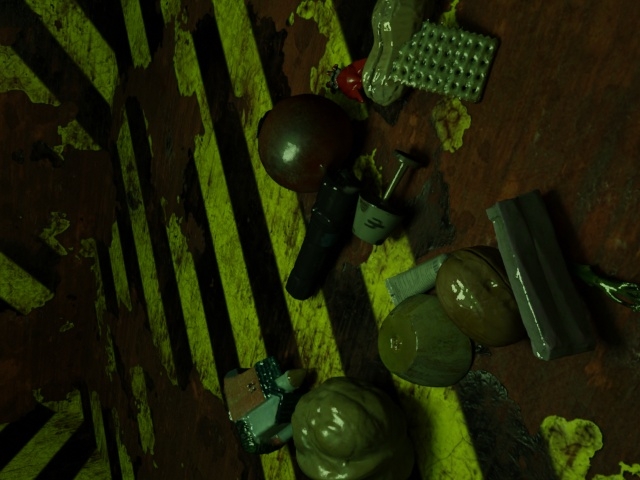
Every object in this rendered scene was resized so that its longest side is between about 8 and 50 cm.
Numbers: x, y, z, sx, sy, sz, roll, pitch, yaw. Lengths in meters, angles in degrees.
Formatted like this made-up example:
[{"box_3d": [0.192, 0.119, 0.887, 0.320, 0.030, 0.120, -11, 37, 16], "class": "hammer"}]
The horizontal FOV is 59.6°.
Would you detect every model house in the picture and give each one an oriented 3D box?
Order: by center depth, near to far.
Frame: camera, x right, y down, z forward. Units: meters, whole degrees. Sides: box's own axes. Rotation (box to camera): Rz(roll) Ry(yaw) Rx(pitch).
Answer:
[{"box_3d": [-0.122, 0.457, 1.634, 0.291, 0.184, 0.253, -39, 55, 29], "class": "model house"}]

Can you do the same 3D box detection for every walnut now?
[{"box_3d": [0.315, 0.103, 1.061, 0.207, 0.167, 0.167, 54, 131, 18], "class": "walnut"}, {"box_3d": [0.074, 0.456, 1.303, 0.276, 0.253, 0.282, -1, 92, 53], "class": "walnut"}]

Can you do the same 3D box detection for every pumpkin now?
[{"box_3d": [0.209, 0.232, 1.231, 0.217, 0.110, 0.218, 17, 112, 50], "class": "pumpkin"}]

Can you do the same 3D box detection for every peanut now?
[{"box_3d": [0.170, -0.444, 1.235, 0.130, 0.130, 0.291, 31, 118, 45], "class": "peanut"}]

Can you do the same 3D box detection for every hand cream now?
[{"box_3d": [0.229, 0.087, 1.262, 0.234, 0.050, 0.080, -38, 70, 50], "class": "hand cream"}]

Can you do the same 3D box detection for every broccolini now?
[{"box_3d": [0.485, 0.063, 0.947, 0.216, 0.067, 0.058, 40, 119, 52], "class": "broccolini"}]

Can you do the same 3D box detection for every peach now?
[{"box_3d": [-0.038, -0.242, 1.417, 0.252, 0.252, 0.253, 4, 95, 50], "class": "peach"}]

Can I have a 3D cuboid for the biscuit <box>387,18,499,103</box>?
[{"box_3d": [0.253, -0.373, 1.153, 0.203, 0.016, 0.144, 22, 111, 17], "class": "biscuit"}]

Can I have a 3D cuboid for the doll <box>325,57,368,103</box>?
[{"box_3d": [0.067, -0.407, 1.414, 0.169, 0.057, 0.109, 22, 106, 47], "class": "doll"}]

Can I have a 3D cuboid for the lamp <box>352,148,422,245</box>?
[{"box_3d": [0.152, -0.098, 1.286, 0.121, 0.121, 0.215, 44, 115, 40], "class": "lamp"}]

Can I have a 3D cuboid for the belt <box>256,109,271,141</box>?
[{"box_3d": [-0.129, -0.310, 1.623, 0.058, 0.105, 0.140, 30, 125, 45], "class": "belt"}]

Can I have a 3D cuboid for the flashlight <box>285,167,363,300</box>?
[{"box_3d": [0.000, 0.000, 1.453, 0.103, 0.103, 0.424, 56, 141, 32], "class": "flashlight"}]

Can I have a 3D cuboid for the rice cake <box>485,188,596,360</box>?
[{"box_3d": [0.380, 0.057, 0.979, 0.050, 0.106, 0.298, 122, 138, -65], "class": "rice cake"}]

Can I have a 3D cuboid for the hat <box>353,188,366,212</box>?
[{"box_3d": [0.097, -0.106, 1.418, 0.058, 0.042, 0.087, 24, 144, 53], "class": "hat"}]
